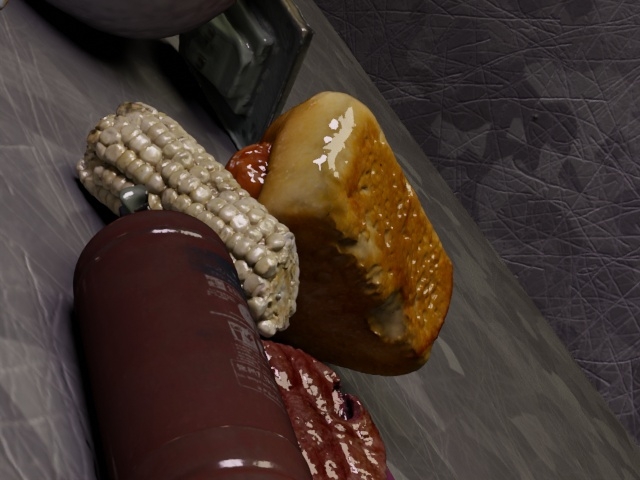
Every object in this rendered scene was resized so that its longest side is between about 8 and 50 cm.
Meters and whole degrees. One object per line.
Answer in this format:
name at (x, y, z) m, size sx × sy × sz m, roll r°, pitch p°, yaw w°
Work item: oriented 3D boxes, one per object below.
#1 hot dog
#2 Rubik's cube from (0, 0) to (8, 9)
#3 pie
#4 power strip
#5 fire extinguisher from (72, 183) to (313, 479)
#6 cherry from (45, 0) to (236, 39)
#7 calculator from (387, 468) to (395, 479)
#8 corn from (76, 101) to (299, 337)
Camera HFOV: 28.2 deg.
hot dog at (0.000, 0.000, 1.050) m, size 0.257 × 0.153 × 0.150 m, roll 58°, pitch 42°, yaw -41°
Rubik's cube at (-0.279, -0.162, 0.698) m, size 0.254 × 0.254 × 0.254 m, roll 47°, pitch 13°, yaw -14°
pie at (-0.020, 0.130, 0.849) m, size 0.153 × 0.038 × 0.153 m, roll 28°, pitch 33°, yaw -20°
power strip at (-0.105, -0.218, 1.374) m, size 0.064 × 0.198 × 0.213 m, roll -13°, pitch 54°, yaw -33°
fire extinguisher at (-0.084, 0.075, 0.750) m, size 0.344 × 0.102 × 0.138 m, roll -115°, pitch -167°, yaw -51°
cherry at (-0.171, -0.351, 1.189) m, size 0.326 × 0.335 × 0.291 m, roll 1°, pitch 63°, yaw -43°
calculator at (0.023, 0.175, 0.947) m, size 0.190 × 0.034 × 0.126 m, roll 53°, pitch 12°, yaw 11°
corn at (-0.087, -0.022, 0.923) m, size 0.211 × 0.087 × 0.087 m, roll 37°, pitch 7°, yaw 22°
